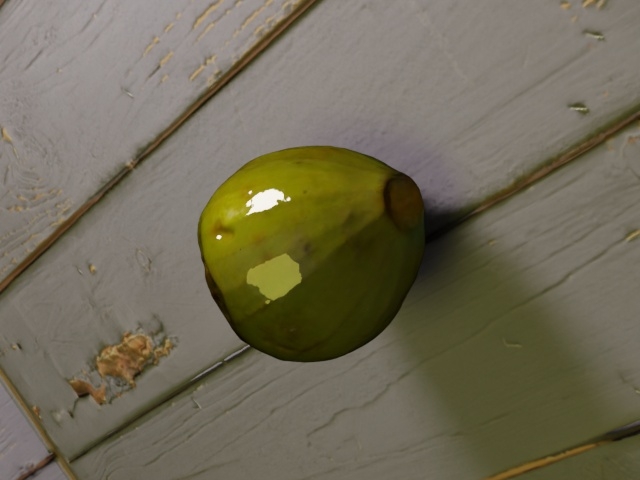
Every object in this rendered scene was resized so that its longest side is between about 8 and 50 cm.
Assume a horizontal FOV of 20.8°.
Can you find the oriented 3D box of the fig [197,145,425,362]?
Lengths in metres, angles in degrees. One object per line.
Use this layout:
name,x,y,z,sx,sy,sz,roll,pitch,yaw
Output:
fig,0.000,0.000,1.884,0.271,0.239,0.239,-36,89,37
